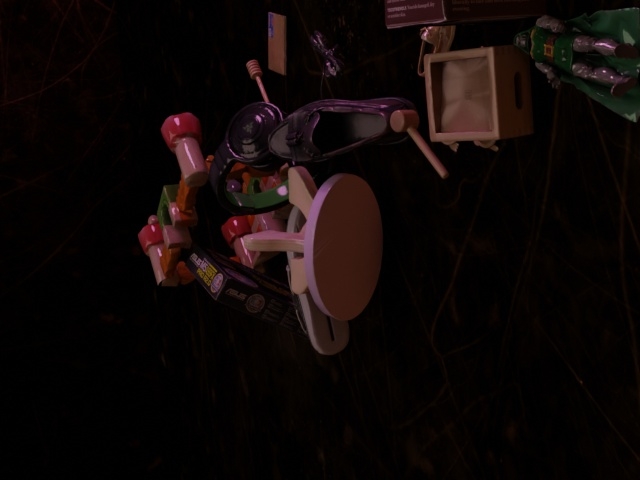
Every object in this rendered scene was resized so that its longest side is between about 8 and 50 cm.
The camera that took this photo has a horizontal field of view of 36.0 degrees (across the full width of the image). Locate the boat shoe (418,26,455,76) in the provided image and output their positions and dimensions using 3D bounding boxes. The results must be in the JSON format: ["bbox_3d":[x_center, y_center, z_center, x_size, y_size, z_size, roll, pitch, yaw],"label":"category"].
[{"bbox_3d":[0.181,-0.321,1.558,0.050,0.045,0.135,-138,45,-56],"label":"boat shoe"}]

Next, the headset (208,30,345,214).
[{"bbox_3d":[-0.075,-0.219,1.963,0.394,0.243,0.185,-50,53,33],"label":"headset"}]

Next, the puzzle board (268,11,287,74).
[{"bbox_3d":[-0.094,-0.439,2.192,0.096,0.011,0.128,-143,50,-60],"label":"puzzle board"}]

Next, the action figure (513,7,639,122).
[{"bbox_3d":[0.320,-0.240,1.258,0.232,0.064,0.137,-138,43,-61],"label":"action figure"}]

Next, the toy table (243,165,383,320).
[{"bbox_3d":[0.000,0.000,1.861,0.161,0.252,0.274,17,103,47],"label":"toy table"}]

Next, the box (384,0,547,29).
[{"bbox_3d":[0.194,-0.399,1.351,0.167,0.169,0.203,-162,66,-65],"label":"box"}]

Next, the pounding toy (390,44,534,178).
[{"bbox_3d":[0.205,-0.185,1.441,0.206,0.094,0.181,4,104,48],"label":"pounding toy"}]

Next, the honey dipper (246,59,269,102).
[{"bbox_3d":[-0.133,-0.348,2.292,0.160,0.031,0.030,68,153,20],"label":"honey dipper"}]

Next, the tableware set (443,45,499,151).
[{"bbox_3d":[0.229,-0.215,1.512,0.141,0.020,0.168,29,119,55],"label":"tableware set"}]

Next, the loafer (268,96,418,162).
[{"bbox_3d":[0.021,-0.197,1.729,0.303,0.095,0.109,-6,97,34],"label":"loafer"}]

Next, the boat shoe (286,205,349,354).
[{"bbox_3d":[-0.025,0.075,2.058,0.119,0.121,0.335,11,110,61],"label":"boat shoe"}]

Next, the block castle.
[{"bbox_3d":[-0.234,-0.104,2.256,0.453,0.303,0.212,113,143,-48],"label":"block castle"}]

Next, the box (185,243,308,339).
[{"bbox_3d":[-0.145,0.114,2.177,0.060,0.270,0.216,-61,31,5],"label":"box"}]
